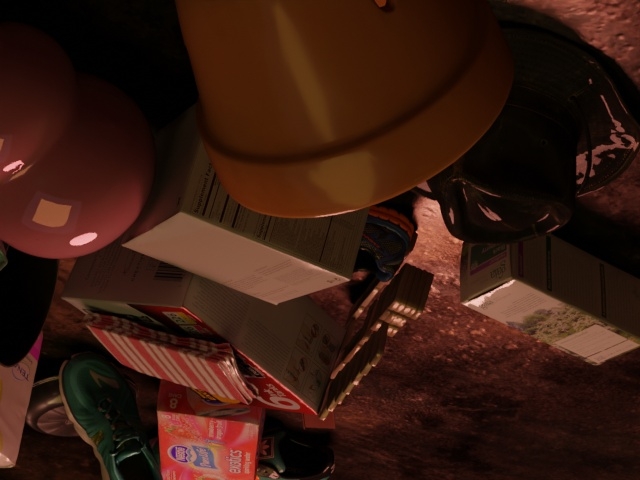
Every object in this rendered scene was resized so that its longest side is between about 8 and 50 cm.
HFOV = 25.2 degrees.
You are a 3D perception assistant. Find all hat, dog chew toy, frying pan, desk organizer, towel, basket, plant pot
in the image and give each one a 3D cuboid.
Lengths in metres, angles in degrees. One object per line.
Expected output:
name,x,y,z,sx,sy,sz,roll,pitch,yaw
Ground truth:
hat,0.180,-0.076,1.519,0.331,0.134,0.331,6,151,3
dog chew toy,-0.320,-0.130,1.477,0.206,0.207,0.332,-14,135,32
frying pan,-0.403,0.295,2.317,0.197,0.053,0.326,1,148,-19
desk organizer,-0.003,0.242,2.182,0.050,0.047,0.130,2,150,4
towel,-0.180,0.141,1.742,0.197,0.029,0.144,14,157,19
basket,-0.462,0.031,1.776,0.226,0.204,0.154,14,-169,17
plant pot,0.000,-0.190,1.247,0.290,0.291,0.203,-9,130,24

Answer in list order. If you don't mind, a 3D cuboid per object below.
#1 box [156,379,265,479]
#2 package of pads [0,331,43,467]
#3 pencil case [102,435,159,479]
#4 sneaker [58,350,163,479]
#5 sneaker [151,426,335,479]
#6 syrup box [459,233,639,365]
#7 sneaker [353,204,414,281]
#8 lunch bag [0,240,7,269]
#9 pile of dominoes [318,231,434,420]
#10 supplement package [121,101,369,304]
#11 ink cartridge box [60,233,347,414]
box,-0.161,0.261,2.151,0.154,0.142,0.300,8,150,-1
package of pads,-0.497,0.166,1.971,0.101,0.229,0.296,-4,149,17
pencil case,-0.293,0.389,2.462,0.088,0.086,0.206,-5,164,-42
sneaker,-0.300,0.290,2.156,0.107,0.275,0.110,-28,-175,-20
sneaker,-0.120,0.346,2.335,0.302,0.108,0.121,8,150,-18
syrup box,0.290,0.064,1.769,0.236,0.096,0.093,25,143,-28
sneaker,0.000,0.000,1.727,0.221,0.087,0.083,4,149,6
lunch bag,-0.485,-0.068,1.555,0.160,0.223,0.262,-38,128,3
pile of dominoes,0.071,0.119,1.804,0.040,0.196,0.251,24,147,-7
supplement package,-0.078,-0.042,1.568,0.203,0.149,0.194,22,160,-21
ink cartridge box,-0.166,0.092,1.824,0.271,0.130,0.309,2,152,37
